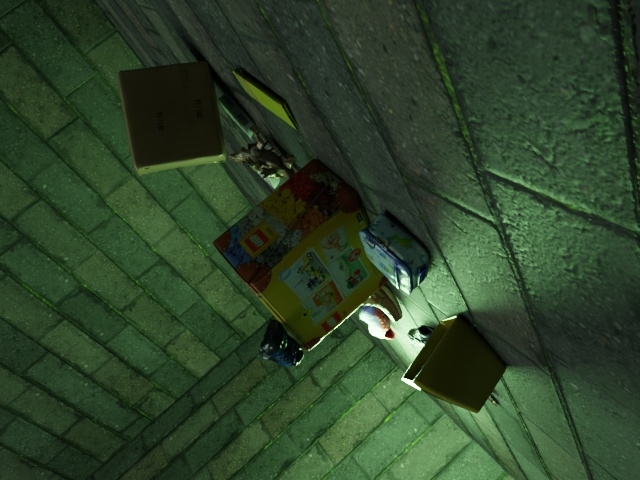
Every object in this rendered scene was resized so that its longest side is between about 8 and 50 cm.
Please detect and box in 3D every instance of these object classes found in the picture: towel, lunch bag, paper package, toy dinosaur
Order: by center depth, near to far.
[{"bbox_3d":[0.188,0.038,1.344,0.176,0.090,0.219,43,172,20],"label":"lunch bag"},{"bbox_3d":[-0.145,-0.380,1.434,0.237,0.021,0.102,42,175,35],"label":"towel"},{"bbox_3d":[-0.167,-0.258,1.795,0.296,0.127,0.200,35,178,9],"label":"toy dinosaur"},{"bbox_3d":[-0.493,-0.406,1.810,0.168,0.310,0.324,-177,76,-78],"label":"paper package"}]

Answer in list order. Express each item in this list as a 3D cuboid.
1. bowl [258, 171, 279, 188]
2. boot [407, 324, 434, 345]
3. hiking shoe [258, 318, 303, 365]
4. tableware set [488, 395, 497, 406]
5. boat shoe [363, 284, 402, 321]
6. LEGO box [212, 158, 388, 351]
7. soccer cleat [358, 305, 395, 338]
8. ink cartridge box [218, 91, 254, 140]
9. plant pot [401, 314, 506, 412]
[{"bbox_3d":[-0.221,-0.290,2.150,0.142,0.053,0.142,42,170,40],"label":"bowl"},{"bbox_3d":[0.358,0.327,1.902,0.086,0.069,0.190,59,161,-19],"label":"boot"},{"bbox_3d":[-0.111,0.320,1.655,0.132,0.113,0.304,19,163,2],"label":"hiking shoe"},{"bbox_3d":[0.541,0.499,1.844,0.141,0.020,0.168,42,170,41],"label":"tableware set"},{"bbox_3d":[0.176,0.184,1.988,0.324,0.116,0.123,50,172,-9],"label":"boat shoe"},{"bbox_3d":[-0.026,0.066,1.607,0.193,0.373,0.500,44,170,35],"label":"LEGO box"},{"bbox_3d":[0.265,0.363,2.497,0.117,0.108,0.318,19,154,32],"label":"soccer cleat"},{"bbox_3d":[-0.282,-0.432,1.898,0.145,0.045,0.179,48,-178,3],"label":"ink cartridge box"},{"bbox_3d":[0.369,0.349,1.460,0.187,0.212,0.212,36,170,8],"label":"plant pot"}]
